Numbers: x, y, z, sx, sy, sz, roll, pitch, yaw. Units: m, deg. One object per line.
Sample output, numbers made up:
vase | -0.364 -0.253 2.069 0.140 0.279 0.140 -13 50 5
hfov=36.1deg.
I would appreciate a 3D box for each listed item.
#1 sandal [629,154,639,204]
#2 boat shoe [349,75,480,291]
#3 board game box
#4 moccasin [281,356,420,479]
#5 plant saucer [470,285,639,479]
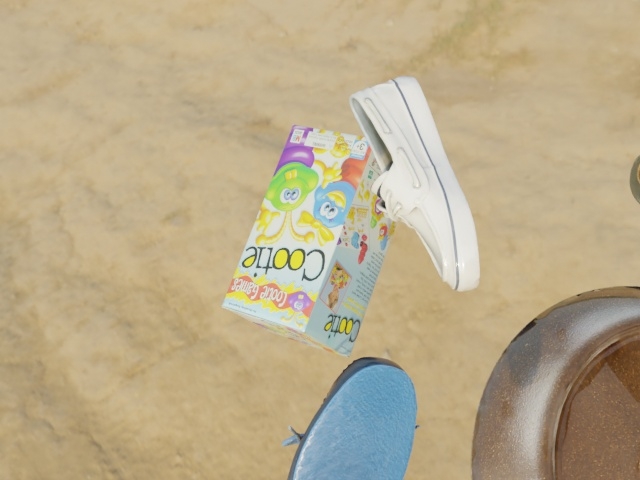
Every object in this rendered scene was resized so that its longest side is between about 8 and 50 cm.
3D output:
sandal | 0.405 -0.079 1.150 0.049 0.180 0.072 -36 82 -16
boat shoe | 0.097 -0.056 1.061 0.084 0.095 0.258 -14 64 -8
board game box | 0.000 0.000 1.368 0.142 0.144 0.275 14 77 32
moccasin | 0.000 0.279 1.087 0.138 0.341 0.117 21 7 -12
plant saucer | 0.264 0.176 0.723 0.311 0.050 0.310 5 70 -13
